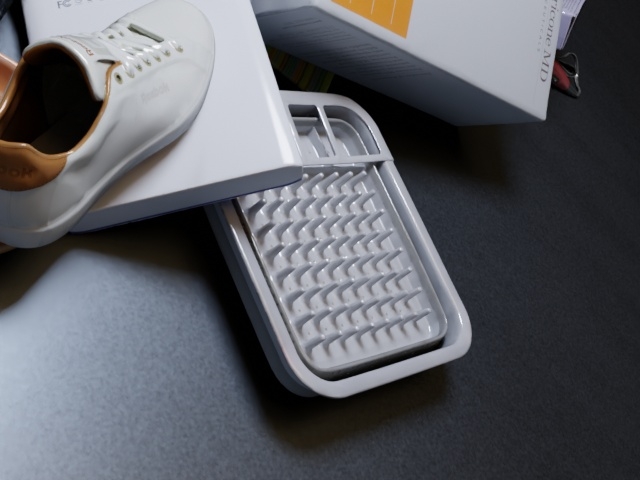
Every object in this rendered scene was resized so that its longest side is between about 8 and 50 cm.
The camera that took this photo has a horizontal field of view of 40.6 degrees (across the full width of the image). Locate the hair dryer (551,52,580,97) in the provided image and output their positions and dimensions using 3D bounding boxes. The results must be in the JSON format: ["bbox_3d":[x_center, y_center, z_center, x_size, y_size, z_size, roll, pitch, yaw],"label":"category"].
[{"bbox_3d":[0.398,-0.328,1.531,0.223,0.080,0.293,47,40,-7],"label":"hair dryer"}]

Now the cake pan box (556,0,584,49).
[{"bbox_3d":[0.320,-0.422,1.447,0.246,0.070,0.267,19,38,13],"label":"cake pan box"}]

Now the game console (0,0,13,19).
[{"bbox_3d":[-0.324,-0.236,0.765,0.122,0.107,0.071,-80,150,-42],"label":"game console"}]

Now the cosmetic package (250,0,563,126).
[{"bbox_3d":[0.115,-0.310,1.083,0.453,0.161,0.230,12,85,-44],"label":"cosmetic package"}]

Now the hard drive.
[{"bbox_3d":[-0.161,-0.175,0.814,0.210,0.040,0.318,-14,67,-9],"label":"hard drive"}]

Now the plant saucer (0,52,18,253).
[{"bbox_3d":[-0.294,-0.073,0.682,0.200,0.037,0.200,19,54,-28],"label":"plant saucer"}]

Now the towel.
[{"bbox_3d":[-0.076,-0.271,1.071,0.237,0.021,0.102,36,41,-18],"label":"towel"}]

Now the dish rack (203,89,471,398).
[{"bbox_3d":[0.000,0.000,0.902,0.286,0.072,0.332,-7,67,-48],"label":"dish rack"}]

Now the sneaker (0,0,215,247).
[{"bbox_3d":[-0.161,-0.127,0.683,0.106,0.123,0.290,23,51,5],"label":"sneaker"}]
